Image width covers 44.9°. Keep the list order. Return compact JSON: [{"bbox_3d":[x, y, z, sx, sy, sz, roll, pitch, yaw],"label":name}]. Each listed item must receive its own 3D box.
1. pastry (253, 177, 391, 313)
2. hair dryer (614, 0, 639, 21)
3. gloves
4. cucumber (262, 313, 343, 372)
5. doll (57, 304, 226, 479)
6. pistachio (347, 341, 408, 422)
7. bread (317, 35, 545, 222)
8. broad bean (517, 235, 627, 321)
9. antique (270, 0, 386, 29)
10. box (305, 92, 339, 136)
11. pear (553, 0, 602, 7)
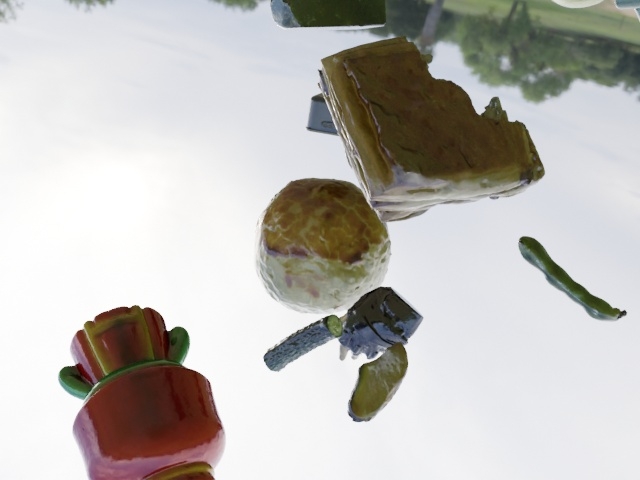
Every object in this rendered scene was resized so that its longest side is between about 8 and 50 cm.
[{"bbox_3d":[0.000,0.000,2.040,0.388,0.313,0.389,-8,-131,9],"label":"pastry"},{"bbox_3d":[0.696,-0.492,1.674,0.071,0.047,0.150,10,160,44],"label":"hair dryer"},{"bbox_3d":[0.114,0.198,1.706,0.164,0.203,0.124,44,-173,29],"label":"gloves"},{"bbox_3d":[-0.036,0.204,1.564,0.058,0.187,0.058,36,-145,-32],"label":"cucumber"},{"bbox_3d":[-0.214,0.239,0.976,0.182,0.160,0.363,-14,-124,-22],"label":"doll"},{"bbox_3d":[0.108,0.258,1.423,0.089,0.173,0.049,43,-167,36],"label":"pistachio"},{"bbox_3d":[0.180,-0.189,1.375,0.369,0.191,0.314,-11,-111,-27],"label":"bread"},{"bbox_3d":[0.475,0.080,1.485,0.256,0.053,0.052,38,-172,1],"label":"broad bean"},{"bbox_3d":[0.011,-0.426,1.405,0.220,0.082,0.080,-12,-166,-35],"label":"antique"},{"bbox_3d":[0.055,-0.329,1.996,0.144,0.090,0.201,13,-161,14],"label":"box"},{"bbox_3d":[0.568,-0.606,1.711,0.198,0.198,0.198,13,-161,-5],"label":"pear"}]
